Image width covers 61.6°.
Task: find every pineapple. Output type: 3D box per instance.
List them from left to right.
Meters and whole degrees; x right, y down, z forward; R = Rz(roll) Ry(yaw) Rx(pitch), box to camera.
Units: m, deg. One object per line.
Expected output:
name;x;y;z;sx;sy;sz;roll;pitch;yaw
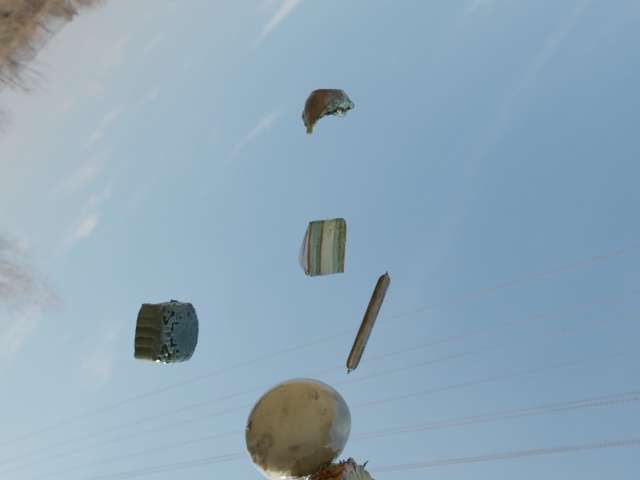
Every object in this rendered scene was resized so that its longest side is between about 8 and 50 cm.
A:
pineapple;0.004;0.711;1.456;0.285;0.345;0.209;-18;-154;18

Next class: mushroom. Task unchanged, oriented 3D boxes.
mushroom;-0.057;0.581;1.583;0.313;0.336;0.315;-5;-137;4

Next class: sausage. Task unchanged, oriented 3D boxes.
sausage;0.117;0.200;1.314;0.032;0.032;0.269;15;-99;51

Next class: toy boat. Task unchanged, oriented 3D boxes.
toy boat;0.010;-0.353;1.423;0.108;0.099;0.293;-6;-162;22

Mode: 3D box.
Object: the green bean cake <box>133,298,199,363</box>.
green bean cake;-0.535;0.318;1.887;0.124;0.227;0.223;-2;-97;24

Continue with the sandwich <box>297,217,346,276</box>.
sandwich;0.000;0.000;1.545;0.117;0.188;0.144;-7;-153;-16
